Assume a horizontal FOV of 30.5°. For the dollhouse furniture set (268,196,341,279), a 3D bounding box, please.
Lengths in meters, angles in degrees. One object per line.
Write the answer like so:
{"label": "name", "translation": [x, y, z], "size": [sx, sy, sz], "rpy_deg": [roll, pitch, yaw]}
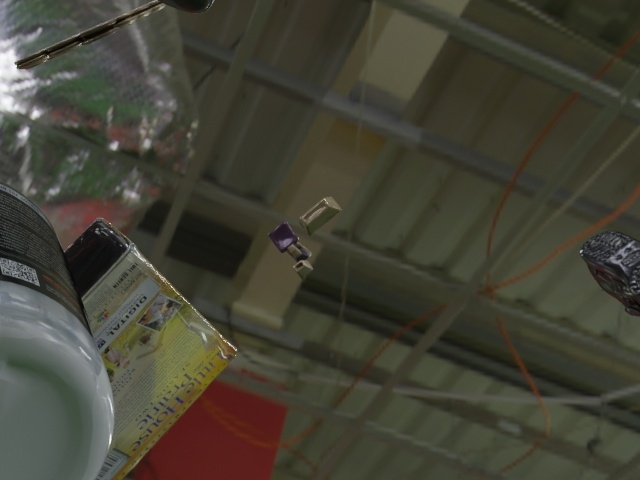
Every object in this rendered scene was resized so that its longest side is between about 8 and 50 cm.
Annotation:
{"label": "dollhouse furniture set", "translation": [0.000, 0.000, 1.814], "size": [0.114, 0.091, 0.081], "rpy_deg": [-40, -30, 5]}

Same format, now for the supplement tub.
{"label": "supplement tub", "translation": [-0.291, 0.071, 0.929], "size": [0.207, 0.338, 0.207], "rpy_deg": [-8, -63, -17]}

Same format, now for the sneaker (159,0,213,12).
{"label": "sneaker", "translation": [-0.157, -0.228, 0.981], "size": [0.158, 0.065, 0.061], "rpy_deg": [30, -49, -29]}

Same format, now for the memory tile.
{"label": "memory tile", "translation": [-0.212, -0.194, 1.101], "size": [0.113, 0.148, 0.012], "rpy_deg": [-18, -75, 22]}

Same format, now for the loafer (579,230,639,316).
{"label": "loafer", "translation": [0.400, 0.057, 1.414], "size": [0.080, 0.220, 0.078], "rpy_deg": [-31, -61, -6]}

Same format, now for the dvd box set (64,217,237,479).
{"label": "dvd box set", "translation": [-0.271, 0.170, 1.384], "size": [0.062, 0.307, 0.420], "rpy_deg": [40, -7, 22]}
